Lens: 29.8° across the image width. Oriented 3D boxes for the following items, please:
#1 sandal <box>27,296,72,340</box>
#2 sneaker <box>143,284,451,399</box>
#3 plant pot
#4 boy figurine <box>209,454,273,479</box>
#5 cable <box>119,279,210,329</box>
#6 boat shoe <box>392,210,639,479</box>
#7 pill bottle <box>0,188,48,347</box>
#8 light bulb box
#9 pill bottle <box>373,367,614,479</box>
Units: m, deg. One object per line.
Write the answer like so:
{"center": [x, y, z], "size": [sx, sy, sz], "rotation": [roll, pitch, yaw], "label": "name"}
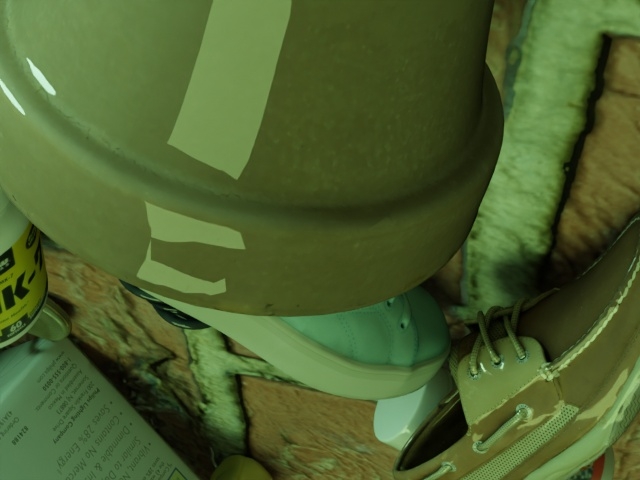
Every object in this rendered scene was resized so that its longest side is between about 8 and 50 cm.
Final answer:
{"center": [-0.326, 0.063, 1.141], "size": [0.180, 0.049, 0.072], "rotation": [22, 148, -8], "label": "sandal"}
{"center": [0.000, 0.000, 0.827], "size": [0.150, 0.135, 0.366], "rotation": [-41, 137, 22], "label": "sneaker"}
{"center": [-0.015, -0.132, 0.542], "size": [0.263, 0.263, 0.229], "rotation": [18, 131, -3], "label": "plant pot"}
{"center": [-0.088, 0.348, 1.439], "size": [0.177, 0.092, 0.285], "rotation": [6, 146, 17], "label": "boy figurine"}
{"center": [-0.127, -0.004, 0.864], "size": [0.047, 0.150, 0.184], "rotation": [-42, 117, 19], "label": "cable"}
{"center": [0.150, 0.103, 0.867], "size": [0.116, 0.123, 0.324], "rotation": [27, 123, -1], "label": "boat shoe"}
{"center": [-0.282, -0.006, 0.946], "size": [0.119, 0.119, 0.208], "rotation": [15, 149, 2], "label": "pill bottle"}
{"center": [-0.298, 0.352, 1.210], "size": [0.225, 0.358, 0.361], "rotation": [-20, 115, 46], "label": "light bulb box"}
{"center": [0.148, 0.175, 1.043], "size": [0.194, 0.108, 0.108], "rotation": [27, 147, -17], "label": "pill bottle"}
